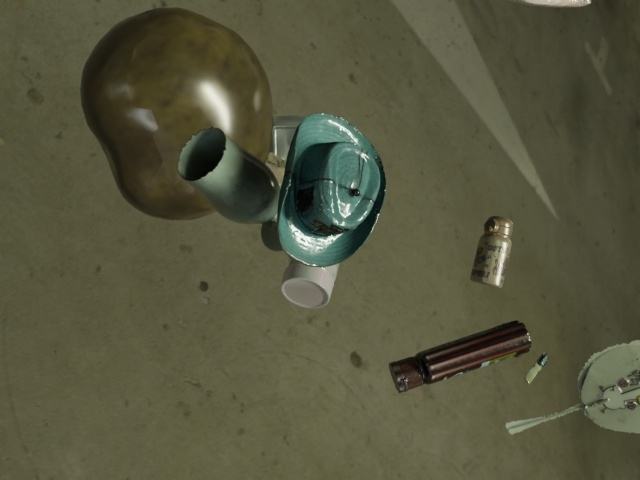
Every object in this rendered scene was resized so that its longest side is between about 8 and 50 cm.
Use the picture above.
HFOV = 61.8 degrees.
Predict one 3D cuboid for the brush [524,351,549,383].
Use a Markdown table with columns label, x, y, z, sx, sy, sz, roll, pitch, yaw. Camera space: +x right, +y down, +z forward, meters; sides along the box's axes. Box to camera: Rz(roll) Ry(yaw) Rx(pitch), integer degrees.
| label | x | y | z | sx | sy | sz | roll | pitch | yaw |
| --- | --- | --- | --- | --- | --- | --- | --- | --- | --- |
| brush | 0.407 | 0.238 | 1.001 | 0.083 | 0.013 | 0.016 | -33 | 95 | -35 |

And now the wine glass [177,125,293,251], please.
| label | x | y | z | sx | sy | sz | roll | pitch | yaw |
| --- | --- | --- | --- | --- | --- | --- | --- | --- | --- |
| wine glass | -0.099 | -0.065 | 0.724 | 0.202 | 0.092 | 0.093 | 43 | 48 | -52 |

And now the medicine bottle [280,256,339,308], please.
| label | x | y | z | sx | sy | sz | roll | pitch | yaw |
| --- | --- | --- | --- | --- | --- | --- | --- | --- | --- |
| medicine bottle | 0.000 | 0.000 | 1.180 | 0.161 | 0.111 | 0.296 | 81 | 21 | -46 |

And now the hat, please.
| label | x | y | z | sx | sy | sz | roll | pitch | yaw |
| --- | --- | --- | --- | --- | --- | --- | --- | --- | --- |
| hat | 0.022 | -0.062 | 0.626 | 0.138 | 0.078 | 0.191 | 21 | 77 | -31 |

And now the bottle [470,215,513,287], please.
| label | x | y | z | sx | sy | sz | roll | pitch | yaw |
| --- | --- | --- | --- | --- | --- | --- | --- | --- | --- |
| bottle | 0.515 | 0.030 | 1.605 | 0.110 | 0.097 | 0.209 | 13 | 89 | -40 |

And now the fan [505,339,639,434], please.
| label | x | y | z | sx | sy | sz | roll | pitch | yaw |
| --- | --- | --- | --- | --- | --- | --- | --- | --- | --- |
| fan | 0.629 | 0.372 | 1.223 | 0.233 | 0.414 | 0.012 | 60 | 16 | -7 |

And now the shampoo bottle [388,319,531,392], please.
| label | x | y | z | sx | sy | sz | roll | pitch | yaw |
| --- | --- | --- | --- | --- | --- | --- | --- | --- | --- |
| shampoo bottle | 0.326 | 0.276 | 1.264 | 0.322 | 0.129 | 0.084 | -17 | 72 | -6 |

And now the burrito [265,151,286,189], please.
| label | x | y | z | sx | sy | sz | roll | pitch | yaw |
| --- | --- | --- | --- | --- | --- | --- | --- | --- | --- |
| burrito | -0.132 | -0.151 | 1.485 | 0.107 | 0.347 | 0.175 | 2 | 109 | -81 |

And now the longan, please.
| label | x | y | z | sx | sy | sz | roll | pitch | yaw |
| --- | --- | --- | --- | --- | --- | --- | --- | --- | --- |
| longan | -0.274 | -0.246 | 1.062 | 0.404 | 0.336 | 0.405 | -20 | 119 | -43 |

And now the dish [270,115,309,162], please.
| label | x | y | z | sx | sy | sz | roll | pitch | yaw |
| --- | --- | --- | --- | --- | --- | --- | --- | --- | --- |
| dish | -0.094 | -0.267 | 1.651 | 0.064 | 0.154 | 0.234 | -37 | 128 | -73 |

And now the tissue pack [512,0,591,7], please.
| label | x | y | z | sx | sy | sz | roll | pitch | yaw |
| --- | --- | --- | --- | --- | --- | --- | --- | --- | --- |
| tissue pack | 0.278 | -0.453 | 0.834 | 0.201 | 0.271 | 0.124 | -15 | 128 | -31 |
